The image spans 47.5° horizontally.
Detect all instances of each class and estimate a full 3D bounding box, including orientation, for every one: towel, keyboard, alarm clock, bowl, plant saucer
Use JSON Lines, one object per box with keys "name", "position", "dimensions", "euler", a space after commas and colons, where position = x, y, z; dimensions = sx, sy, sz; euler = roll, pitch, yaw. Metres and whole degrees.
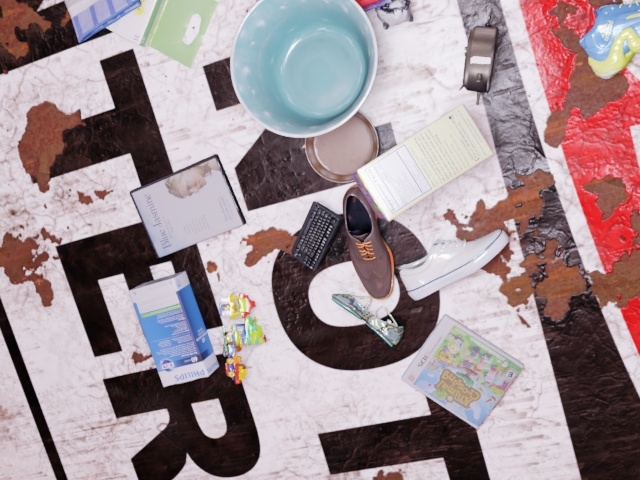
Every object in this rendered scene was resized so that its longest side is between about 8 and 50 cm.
{"name": "towel", "position": [-0.522, -0.622, 1.643], "dimensions": [0.209, 0.034, 0.285], "euler": [-20, 87, 27]}
{"name": "keyboard", "position": [0.000, 0.000, 1.657], "dimensions": [0.108, 0.023, 0.180], "euler": [32, 134, 6]}
{"name": "alarm clock", "position": [0.327, -0.386, 1.477], "dimensions": [0.064, 0.129, 0.192], "euler": [12, 77, 14]}
{"name": "bowl", "position": [-0.016, -0.364, 1.528], "dimensions": [0.311, 0.163, 0.312], "euler": [1, 92, 16]}
{"name": "plant saucer", "position": [0.049, -0.215, 1.630], "dimensions": [0.168, 0.029, 0.168], "euler": [3, 102, 14]}

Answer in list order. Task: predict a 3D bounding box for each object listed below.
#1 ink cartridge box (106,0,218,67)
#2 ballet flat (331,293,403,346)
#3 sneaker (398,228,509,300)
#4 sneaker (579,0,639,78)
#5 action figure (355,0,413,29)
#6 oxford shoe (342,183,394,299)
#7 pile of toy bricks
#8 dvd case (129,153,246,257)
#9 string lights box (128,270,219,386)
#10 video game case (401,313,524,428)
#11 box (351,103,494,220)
{"name": "ink cartridge box", "position": [-0.374, -0.521, 1.656], "dimensions": [0.235, 0.056, 0.171], "euler": [30, 107, 8]}
{"name": "ballet flat", "position": [0.114, 0.168, 1.690], "dimensions": [0.188, 0.070, 0.070], "euler": [38, 108, 1]}
{"name": "sneaker", "position": [0.285, 0.037, 1.592], "dimensions": [0.258, 0.094, 0.091], "euler": [-33, 97, 19]}
{"name": "sneaker", "position": [0.609, -0.432, 1.406], "dimensions": [0.240, 0.091, 0.126], "euler": [-42, 89, 20]}
{"name": "action figure", "position": [0.148, -0.592, 1.438], "dimensions": [0.341, 0.178, 0.330], "euler": [12, 116, 47]}
{"name": "oxford shoe", "position": [0.098, 0.012, 1.631], "dimensions": [0.096, 0.098, 0.271], "euler": [-14, 98, 17]}
{"name": "pile of toy bricks", "position": [-0.183, 0.234, 1.765], "dimensions": [0.105, 0.118, 0.212], "euler": [-5, 85, -13]}
{"name": "dvd case", "position": [-0.323, -0.081, 1.758], "dimensions": [0.253, 0.022, 0.180], "euler": [-20, 97, 18]}
{"name": "string lights box", "position": [-0.363, 0.221, 1.808], "dimensions": [0.133, 0.077, 0.260], "euler": [-15, 98, 17]}
{"name": "video game case", "position": [0.325, 0.304, 1.679], "dimensions": [0.212, 0.023, 0.193], "euler": [33, 108, 5]}
{"name": "box", "position": [0.198, -0.153, 1.478], "dimensions": [0.243, 0.213, 0.117], "euler": [-32, 93, 1]}
